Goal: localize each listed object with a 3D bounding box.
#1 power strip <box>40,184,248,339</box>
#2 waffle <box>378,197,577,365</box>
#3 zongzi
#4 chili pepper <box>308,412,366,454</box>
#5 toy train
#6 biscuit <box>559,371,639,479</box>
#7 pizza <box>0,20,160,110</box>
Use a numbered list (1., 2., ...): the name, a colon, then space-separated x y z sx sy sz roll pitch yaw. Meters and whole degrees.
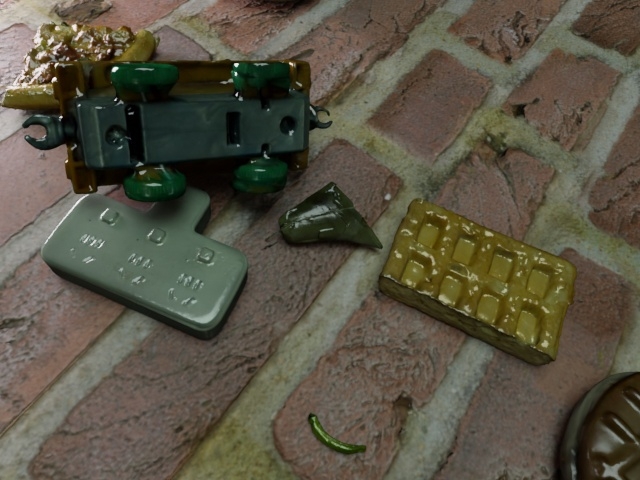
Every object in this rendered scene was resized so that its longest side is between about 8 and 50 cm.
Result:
1. power strip: -0.225 0.005 0.741 0.264 0.059 0.194 22 59 5
2. waffle: 0.232 0.056 0.779 0.274 0.057 0.168 24 59 6
3. zongzi: 0.000 0.000 0.785 0.154 0.062 0.130 -35 82 -18
4. chili pepper: 0.018 0.246 0.659 0.083 0.017 0.030 34 59 12
5. toy train: -0.193 -0.177 0.770 0.428 0.178 0.249 -10 26 -27
6. biscuit: 0.456 0.311 0.636 0.331 0.103 0.332 3 59 -5
7. pizza: -0.420 -0.317 0.902 0.292 0.058 0.197 -32 68 -23
